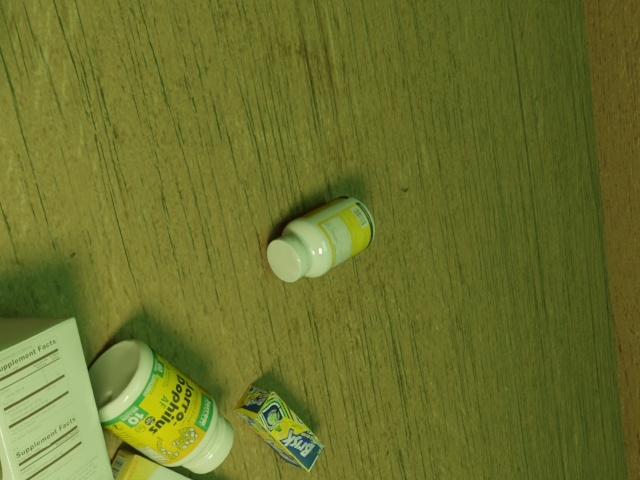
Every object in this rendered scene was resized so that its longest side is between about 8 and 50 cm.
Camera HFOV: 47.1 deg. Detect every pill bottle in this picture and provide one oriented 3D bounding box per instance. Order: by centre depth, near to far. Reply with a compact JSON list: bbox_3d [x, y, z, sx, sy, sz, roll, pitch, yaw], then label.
[{"bbox_3d":[-0.215,0.235,1.003,0.208,0.117,0.118,49,58,-36],"label":"pill bottle"},{"bbox_3d":[0.000,0.000,1.228,0.184,0.103,0.103,-29,112,-42],"label":"pill bottle"}]

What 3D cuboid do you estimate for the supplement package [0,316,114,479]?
[{"bbox_3d":[-0.345,0.222,0.831,0.134,0.138,0.244,-32,115,-61],"label":"supplement package"}]

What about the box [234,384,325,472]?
[{"bbox_3d":[-0.065,0.311,1.206,0.054,0.059,0.169,-56,128,-26],"label":"box"}]

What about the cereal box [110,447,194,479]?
[{"bbox_3d":[-0.228,0.420,1.047,0.240,0.047,0.173,41,63,-40],"label":"cereal box"}]
